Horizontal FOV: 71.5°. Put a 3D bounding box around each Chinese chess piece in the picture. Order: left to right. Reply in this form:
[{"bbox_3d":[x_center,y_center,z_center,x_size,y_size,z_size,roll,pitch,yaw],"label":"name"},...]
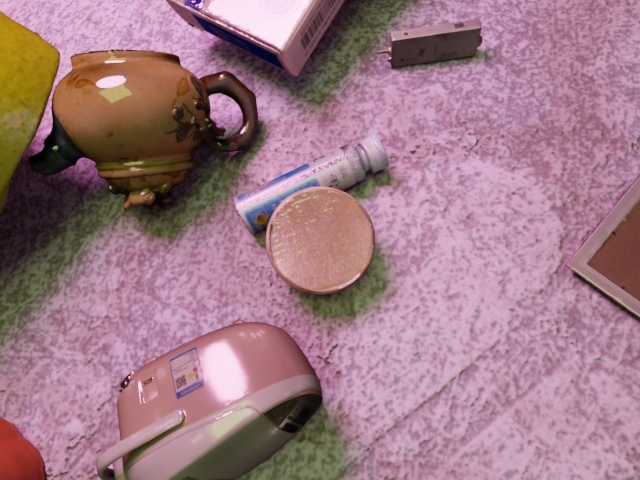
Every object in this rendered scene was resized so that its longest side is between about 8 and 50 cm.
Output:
[{"bbox_3d":[0.000,0.000,0.499,0.122,0.051,0.121,0,91,-3],"label":"Chinese chess piece"}]

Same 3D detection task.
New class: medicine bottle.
[{"bbox_3d":[-0.012,-0.069,0.543,0.191,0.051,0.051,-25,70,-3],"label":"medicine bottle"}]

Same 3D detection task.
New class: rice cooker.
[{"bbox_3d":[-0.102,0.162,0.427,0.207,0.145,0.127,-25,58,1],"label":"rice cooker"}]

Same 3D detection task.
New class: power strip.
[{"bbox_3d":[0.144,-0.260,0.590,0.137,0.051,0.019,-7,67,5],"label":"power strip"}]

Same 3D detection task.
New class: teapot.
[{"bbox_3d":[-0.206,-0.128,0.544,0.270,0.173,0.182,-10,105,-21],"label":"teapot"}]

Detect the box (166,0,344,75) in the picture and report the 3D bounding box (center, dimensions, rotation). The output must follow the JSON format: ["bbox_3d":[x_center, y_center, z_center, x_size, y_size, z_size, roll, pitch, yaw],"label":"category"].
[{"bbox_3d":[-0.030,-0.407,0.577,0.200,0.065,0.343,31,88,14],"label":"box"}]

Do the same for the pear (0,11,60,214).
[{"bbox_3d":[-0.482,-0.096,0.474,0.343,0.239,0.317,-3,74,35],"label":"pear"}]

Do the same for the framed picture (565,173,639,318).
[{"bbox_3d":[0.440,0.037,0.471,0.273,0.016,0.216,42,81,18],"label":"framed picture"}]

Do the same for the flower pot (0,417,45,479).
[{"bbox_3d":[-0.398,0.264,0.411,0.191,0.173,0.190,-2,69,6],"label":"flower pot"}]
